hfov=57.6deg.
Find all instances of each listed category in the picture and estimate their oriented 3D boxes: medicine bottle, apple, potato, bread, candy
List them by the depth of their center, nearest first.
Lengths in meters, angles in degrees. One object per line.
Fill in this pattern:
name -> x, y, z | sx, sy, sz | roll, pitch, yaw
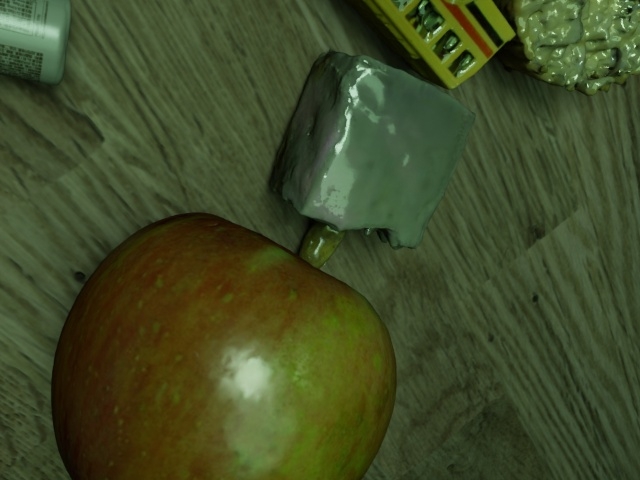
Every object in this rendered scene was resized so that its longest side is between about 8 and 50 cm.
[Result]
medicine bottle -> -0.290, -0.185, 0.492 | 0.140, 0.079, 0.079 | 6, 110, -27
apple -> -0.098, 0.142, 0.587 | 0.340, 0.339, 0.339 | -10, 117, -20
candy -> 0.060, -0.100, 0.654 | 0.185, 0.137, 0.195 | 18, 98, -30
bread -> 0.300, -0.309, 0.664 | 0.274, 0.149, 0.273 | -13, 119, -26
potato -> 0.000, 0.000, 0.731 | 0.047, 0.045, 0.092 | 38, 86, -16

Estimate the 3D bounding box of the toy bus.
toy bus -> 0.057, -0.302, 0.576 | 0.123, 0.121, 0.336 | -46, 124, 11
